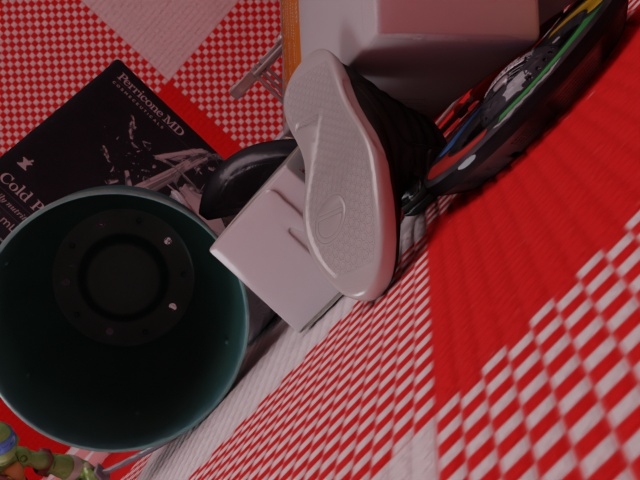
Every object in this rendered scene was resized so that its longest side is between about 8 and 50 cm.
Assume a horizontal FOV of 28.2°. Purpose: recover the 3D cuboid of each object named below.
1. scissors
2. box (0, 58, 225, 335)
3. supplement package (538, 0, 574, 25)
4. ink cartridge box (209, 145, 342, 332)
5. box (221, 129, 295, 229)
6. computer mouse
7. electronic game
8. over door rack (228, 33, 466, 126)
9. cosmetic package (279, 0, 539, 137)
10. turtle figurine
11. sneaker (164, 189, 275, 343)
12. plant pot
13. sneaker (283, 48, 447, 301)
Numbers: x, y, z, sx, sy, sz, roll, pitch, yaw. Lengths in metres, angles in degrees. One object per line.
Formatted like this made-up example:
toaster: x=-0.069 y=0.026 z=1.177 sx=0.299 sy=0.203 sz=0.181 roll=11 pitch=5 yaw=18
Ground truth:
scissors: x=0.181 y=-0.171 z=1.530 sx=0.297 sy=0.021 sz=0.109 roll=-46 pitch=6 yaw=-3
box: x=-0.376 y=0.022 z=2.275 sx=0.297 sy=0.480 sz=0.472 roll=-41 pitch=8 yaw=45
supplement package: x=0.270 y=-0.350 z=1.389 sx=0.134 sy=0.139 sz=0.244 roll=-51 pitch=10 yaw=-34
ink cartridge box: x=-0.007 y=-0.018 z=1.288 sx=0.127 sy=0.128 sz=0.176 roll=-46 pitch=4 yaw=24
box: x=-0.009 y=-0.090 z=1.790 sx=0.183 sy=0.056 sz=0.231 roll=8 pitch=43 yaw=34
computer mouse: x=-0.014 y=-0.088 z=1.447 sx=0.272 sy=0.072 sz=0.188 roll=-14 pitch=4 yaw=7
electronic game: x=0.167 y=-0.124 z=1.051 sx=0.229 sy=0.048 sz=0.229 roll=-47 pitch=4 yaw=5
over door rack: x=0.071 y=-0.219 z=1.635 sx=0.324 sy=0.239 sz=0.108 roll=-48 pitch=8 yaw=-12
cosmetic package: x=0.072 y=-0.260 z=1.347 sx=0.453 sy=0.161 sz=0.230 roll=148 pitch=120 yaw=-75
turtle figurine: x=-0.333 y=0.341 z=1.485 sx=0.198 sy=0.274 sz=0.266 roll=-86 pitch=12 yaw=-47
sneaker: x=-0.152 y=0.037 z=1.695 sx=0.137 sy=0.210 sz=0.366 roll=-49 pitch=5 yaw=-19
plant pot: x=-0.235 y=0.068 z=1.482 sx=0.293 sy=0.293 sz=0.235 roll=-47 pitch=12 yaw=4
sneaker: x=0.062 y=-0.048 z=1.136 sx=0.104 sy=0.147 sz=0.296 roll=-48 pitch=35 yaw=29
